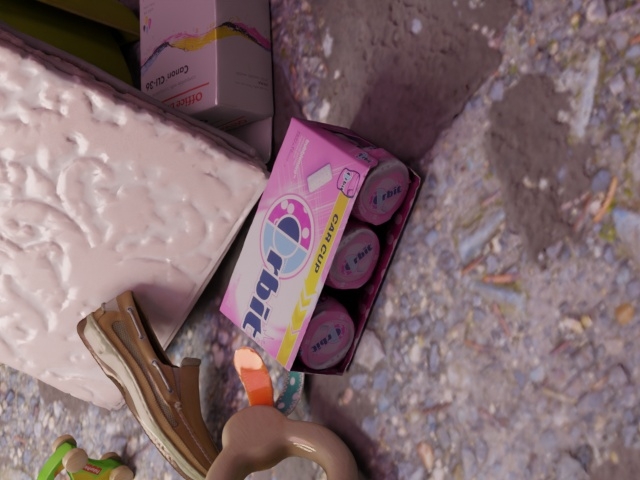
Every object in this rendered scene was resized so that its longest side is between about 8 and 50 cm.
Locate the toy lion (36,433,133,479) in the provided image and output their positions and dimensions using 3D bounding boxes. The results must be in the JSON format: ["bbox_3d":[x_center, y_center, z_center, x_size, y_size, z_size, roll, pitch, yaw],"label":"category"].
[{"bbox_3d":[-0.229,0.239,1.427,0.096,0.100,0.034,-55,46,2],"label":"toy lion"}]

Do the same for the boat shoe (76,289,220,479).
[{"bbox_3d":[-0.133,0.128,1.328,0.072,0.068,0.190,-37,87,1],"label":"boat shoe"}]

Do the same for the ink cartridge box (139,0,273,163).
[{"bbox_3d":[-0.104,-0.158,1.366,0.115,0.067,0.198,-17,72,46],"label":"ink cartridge box"}]

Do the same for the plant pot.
[{"bbox_3d":[-0.314,-0.149,1.496,0.228,0.227,0.207,-6,74,49],"label":"plant pot"}]

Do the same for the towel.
[{"bbox_3d":[-0.255,-0.022,1.338,0.317,0.332,0.053,-55,16,28],"label":"towel"}]

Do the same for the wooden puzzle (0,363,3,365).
[{"bbox_3d":[-0.416,0.080,1.578,0.239,0.221,0.044,-28,40,45],"label":"wooden puzzle"}]

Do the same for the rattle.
[{"bbox_3d":[-0.026,0.200,1.247,0.130,0.143,0.199,-31,38,6],"label":"rattle"}]

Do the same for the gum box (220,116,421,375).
[{"bbox_3d":[0.000,0.000,1.223,0.107,0.062,0.188,37,112,46],"label":"gum box"}]
